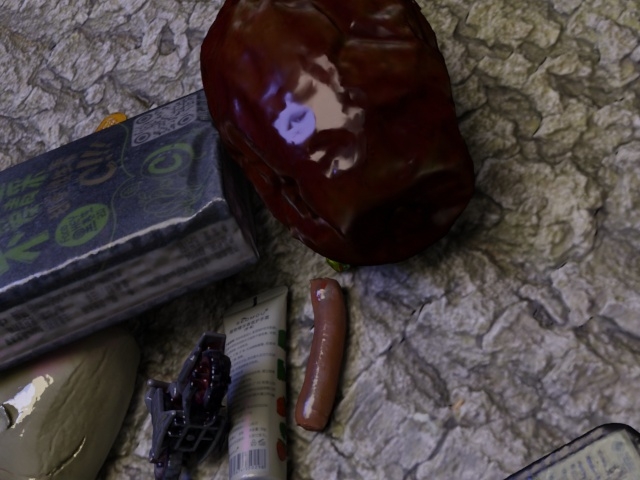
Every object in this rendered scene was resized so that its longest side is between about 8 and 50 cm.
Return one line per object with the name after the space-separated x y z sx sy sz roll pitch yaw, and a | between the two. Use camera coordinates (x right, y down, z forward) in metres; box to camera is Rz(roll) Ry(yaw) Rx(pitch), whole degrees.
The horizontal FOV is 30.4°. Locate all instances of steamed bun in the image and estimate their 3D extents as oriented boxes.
-0.329 0.189 1.396 0.170 0.152 0.238 10 74 36 | steamed bun

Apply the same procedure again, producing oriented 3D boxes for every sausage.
0.002 0.122 1.284 0.047 0.040 0.176 -11 60 36 | sausage

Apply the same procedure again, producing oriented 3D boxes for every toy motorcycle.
-0.142 0.177 1.296 0.122 0.080 0.215 -101 30 -41 | toy motorcycle

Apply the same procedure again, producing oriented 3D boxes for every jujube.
0.015 -0.152 1.282 0.276 0.276 0.377 -41 55 8 | jujube

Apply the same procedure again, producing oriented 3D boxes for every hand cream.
-0.070 0.175 1.299 0.095 0.059 0.276 -22 49 24 | hand cream

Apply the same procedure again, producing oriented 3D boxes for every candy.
0.000 0.000 1.364 0.035 0.035 0.123 -45 40 -8 | candy

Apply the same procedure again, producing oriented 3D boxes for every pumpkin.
-0.293 -0.140 1.630 0.050 0.028 0.083 19 69 41 | pumpkin

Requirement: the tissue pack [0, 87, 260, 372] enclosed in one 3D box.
-0.278 -0.015 1.393 0.394 0.124 0.288 -22 34 6 | tissue pack

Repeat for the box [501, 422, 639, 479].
0.255 0.342 0.988 0.211 0.058 0.350 -32 52 13 | box
